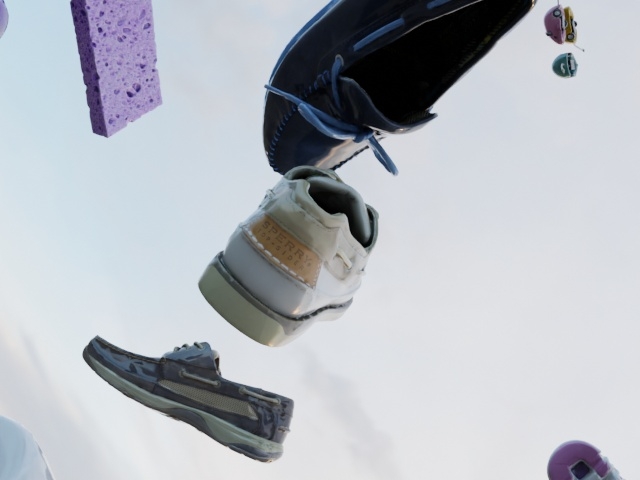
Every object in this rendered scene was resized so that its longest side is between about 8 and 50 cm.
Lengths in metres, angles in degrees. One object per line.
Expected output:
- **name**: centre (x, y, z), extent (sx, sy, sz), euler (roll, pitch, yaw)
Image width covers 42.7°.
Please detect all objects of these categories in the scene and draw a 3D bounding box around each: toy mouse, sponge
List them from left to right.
- **sponge**: centre (-0.257, -0.249, 1.043), extent (0.031, 0.117, 0.210), euler (19, -51, 23)
- **toy mouse**: centre (0.361, -0.297, 1.238), extent (0.031, 0.143, 0.161), euler (-4, -39, 30)

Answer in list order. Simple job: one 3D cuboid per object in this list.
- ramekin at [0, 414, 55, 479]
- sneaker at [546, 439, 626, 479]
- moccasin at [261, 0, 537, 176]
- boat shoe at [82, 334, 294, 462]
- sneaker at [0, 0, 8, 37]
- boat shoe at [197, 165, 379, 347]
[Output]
- **ramekin**: centre (-0.318, 0.242, 0.601), extent (0.277, 0.277, 0.135), euler (16, -59, 50)
- **sneaker**: centre (0.402, 0.371, 1.110), extent (0.236, 0.095, 0.104), euler (48, -4, 16)
- **moccasin**: centre (0.044, -0.141, 0.688), extent (0.342, 0.138, 0.116), euler (-48, -138, 49)
- **boat shoe**: centre (-0.204, 0.230, 1.314), extent (0.356, 0.130, 0.132), euler (27, -16, -1)
- **sneaker**: centre (-0.342, -0.246, 0.578), extent (0.294, 0.146, 0.102), euler (24, -15, 1)
- **boat shoe**: centre (0.000, 0.000, 0.673), extent (0.113, 0.103, 0.302), euler (38, 12, 0)
